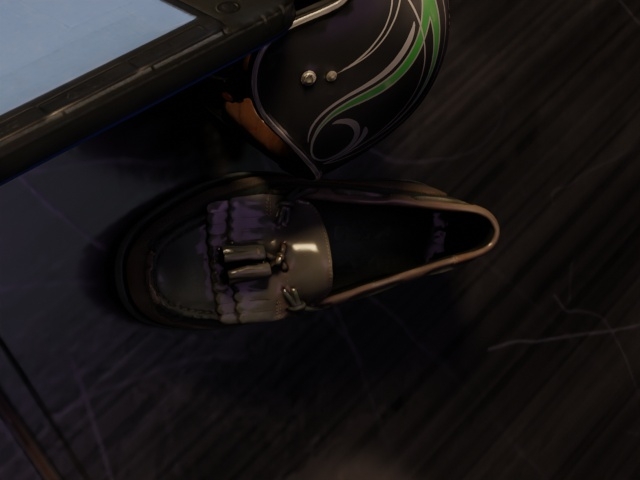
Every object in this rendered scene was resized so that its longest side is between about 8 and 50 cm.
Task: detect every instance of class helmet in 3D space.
[{"bbox_3d":[-0.002,-0.136,0.908,0.169,0.169,0.161,43,82,-32],"label":"helmet"}]

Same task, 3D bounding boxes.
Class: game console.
[{"bbox_3d":[-0.194,-0.166,0.749,0.293,0.250,0.173,-33,138,-34],"label":"game console"}]

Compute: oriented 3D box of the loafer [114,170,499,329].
[{"bbox_3d":[0.000,0.000,0.960,0.267,0.084,0.096,-10,98,-39],"label":"loafer"}]
